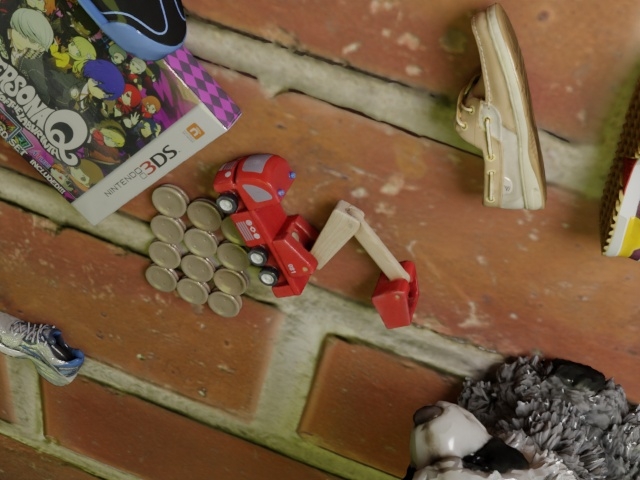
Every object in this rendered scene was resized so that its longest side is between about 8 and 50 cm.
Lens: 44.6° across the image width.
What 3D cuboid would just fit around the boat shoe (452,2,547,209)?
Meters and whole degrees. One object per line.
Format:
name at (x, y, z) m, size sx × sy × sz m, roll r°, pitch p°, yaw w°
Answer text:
boat shoe at (0.127, -0.089, 0.580) m, size 0.059 × 0.063 × 0.170 m, roll -8°, pitch 125°, yaw 20°

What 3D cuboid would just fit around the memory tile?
memory tile at (-0.123, 0.013, 0.801) m, size 0.113 × 0.012 × 0.148 m, roll 21°, pitch 132°, yaw 5°

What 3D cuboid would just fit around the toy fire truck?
toy fire truck at (0.000, 0.000, 0.716) m, size 0.135 × 0.047 × 0.192 m, roll -10°, pitch 122°, yaw 28°

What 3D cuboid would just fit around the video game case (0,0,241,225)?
video game case at (-0.218, -0.142, 0.691) m, size 0.210 × 0.042 × 0.232 m, roll -28°, pitch 113°, yaw 35°

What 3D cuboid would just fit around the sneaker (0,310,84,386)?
sneaker at (-0.349, 0.121, 0.964) m, size 0.135 × 0.052 × 0.058 m, roll 37°, pitch 122°, yaw -20°

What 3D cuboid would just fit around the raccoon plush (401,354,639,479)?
raccoon plush at (0.230, 0.296, 0.652) m, size 0.446 × 0.299 × 0.216 m, roll 42°, pitch 118°, yaw 1°

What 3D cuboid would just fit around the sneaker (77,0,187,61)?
sneaker at (-0.146, -0.241, 0.554) m, size 0.090 × 0.081 × 0.232 m, roll -7°, pitch 124°, yaw 35°

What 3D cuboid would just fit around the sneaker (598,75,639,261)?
sneaker at (0.260, -0.059, 0.555) m, size 0.084 × 0.069 × 0.185 m, roll 7°, pitch 136°, yaw 5°
